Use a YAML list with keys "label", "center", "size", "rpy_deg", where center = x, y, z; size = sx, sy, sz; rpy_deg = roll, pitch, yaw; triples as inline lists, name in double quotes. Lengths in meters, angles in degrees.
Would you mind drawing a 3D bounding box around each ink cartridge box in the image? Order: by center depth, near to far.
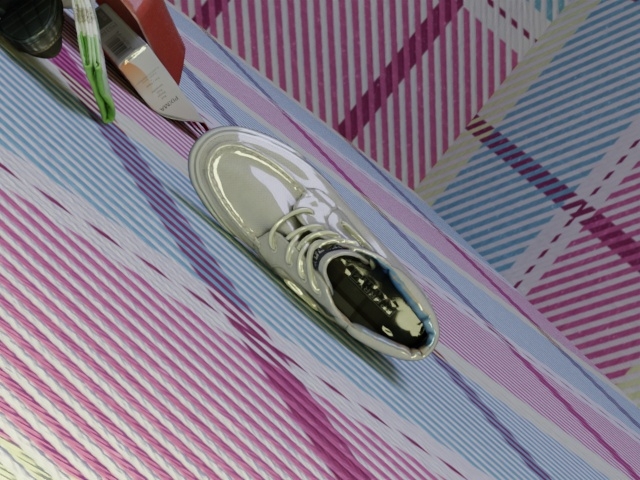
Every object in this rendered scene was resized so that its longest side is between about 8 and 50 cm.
- label: "ink cartridge box"
  center: [-0.184, -0.165, 1.986]
  size: [0.179, 0.045, 0.145]
  rpy_deg: [58, -6, -35]

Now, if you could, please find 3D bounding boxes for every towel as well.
- label: "towel"
  center: [-0.197, -0.191, 1.557]
  size: [0.113, 0.023, 0.152]
  rpy_deg: [80, -2, -69]

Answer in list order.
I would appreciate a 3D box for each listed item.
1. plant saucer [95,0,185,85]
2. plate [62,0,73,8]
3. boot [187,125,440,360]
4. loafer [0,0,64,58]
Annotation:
- label: "plant saucer"
  center: [-0.244, -0.307, 2.022]
  size: [0.258, 0.048, 0.259]
  rpy_deg: [50, -6, 14]
- label: "plate"
  center: [-0.398, -0.359, 2.007]
  size: [0.277, 0.045, 0.278]
  rpy_deg: [35, 7, -26]
- label: "boot"
  center: [0.000, 0.000, 1.488]
  size: [0.258, 0.095, 0.123]
  rpy_deg: [40, -1, -8]
- label: "loafer"
  center: [-0.247, -0.189, 1.591]
  size: [0.061, 0.062, 0.170]
  rpy_deg: [57, 1, -24]
